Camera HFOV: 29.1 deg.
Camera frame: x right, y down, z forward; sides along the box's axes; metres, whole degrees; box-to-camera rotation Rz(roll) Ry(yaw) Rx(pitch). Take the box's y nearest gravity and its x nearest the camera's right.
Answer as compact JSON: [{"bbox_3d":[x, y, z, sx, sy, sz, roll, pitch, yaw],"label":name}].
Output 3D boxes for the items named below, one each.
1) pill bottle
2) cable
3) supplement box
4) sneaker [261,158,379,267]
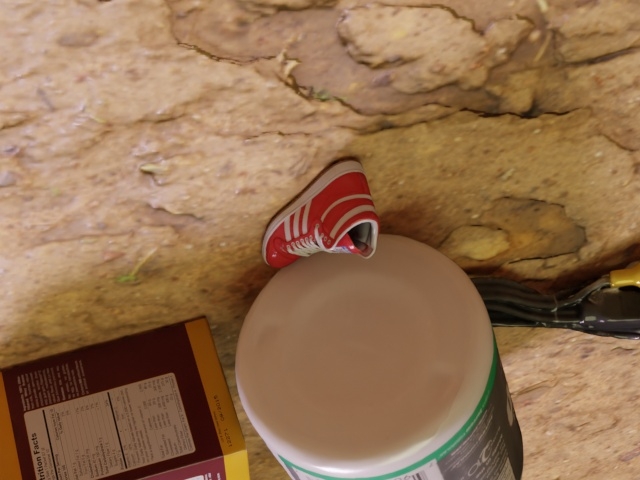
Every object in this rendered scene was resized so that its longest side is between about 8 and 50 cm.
[{"bbox_3d":[0.069,0.165,1.077,0.204,0.204,0.361,-22,147,2],"label":"pill bottle"},{"bbox_3d":[0.235,0.051,1.167,0.287,0.072,0.139,2,159,-11],"label":"cable"},{"bbox_3d":[-0.168,0.190,1.051,0.194,0.129,0.191,-14,146,-10],"label":"supplement box"},{"bbox_3d":[0.000,0.000,0.929,0.042,0.067,0.118,10,137,-38],"label":"sneaker"}]
